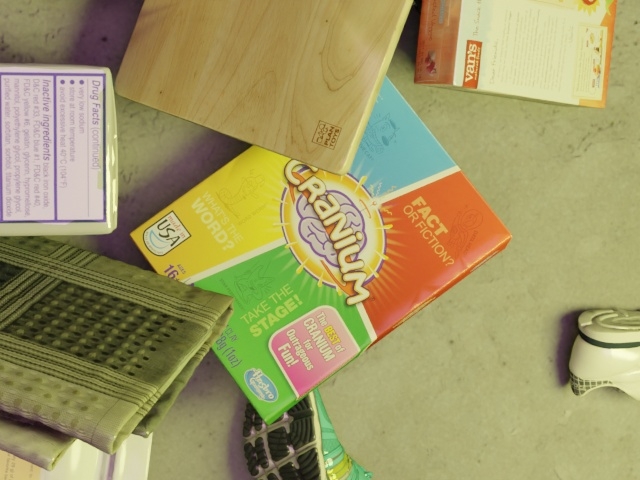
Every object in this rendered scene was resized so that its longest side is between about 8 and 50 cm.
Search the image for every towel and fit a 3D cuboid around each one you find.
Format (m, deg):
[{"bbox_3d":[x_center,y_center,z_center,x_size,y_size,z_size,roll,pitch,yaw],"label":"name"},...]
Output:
[{"bbox_3d":[-0.268,0.083,1.144,0.324,0.312,0.056,16,112,10],"label":"towel"}]

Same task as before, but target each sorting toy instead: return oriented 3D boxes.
[{"bbox_3d":[-0.040,-0.221,1.269,0.255,0.089,0.257,21,91,15],"label":"sorting toy"}]

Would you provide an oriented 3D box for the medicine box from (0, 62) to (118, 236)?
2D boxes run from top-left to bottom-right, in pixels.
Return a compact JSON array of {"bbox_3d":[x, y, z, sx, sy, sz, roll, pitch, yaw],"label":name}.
[{"bbox_3d":[-0.338,-0.086,1.170,0.289,0.263,0.149,0,95,-11],"label":"medicine box"}]

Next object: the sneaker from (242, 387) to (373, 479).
[{"bbox_3d":[-0.001,0.258,1.363,0.110,0.107,0.275,-14,85,-53],"label":"sneaker"}]

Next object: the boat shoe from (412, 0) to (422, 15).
[{"bbox_3d":[0.125,-0.279,1.356,0.079,0.084,0.233,2,104,26],"label":"boat shoe"}]

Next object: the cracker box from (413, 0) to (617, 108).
[{"bbox_3d":[0.209,-0.227,1.327,0.232,0.067,0.156,3,95,-38],"label":"cracker box"}]

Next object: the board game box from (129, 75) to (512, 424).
[{"bbox_3d":[0.000,0.000,1.312,0.316,0.064,0.242,-37,81,-7],"label":"board game box"}]

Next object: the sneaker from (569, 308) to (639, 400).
[{"bbox_3d":[0.396,0.135,1.441,0.235,0.090,0.095,4,107,-8],"label":"sneaker"}]

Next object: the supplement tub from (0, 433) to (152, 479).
[{"bbox_3d":[-0.337,0.194,1.206,0.331,0.241,0.241,8,93,-12],"label":"supplement tub"}]
